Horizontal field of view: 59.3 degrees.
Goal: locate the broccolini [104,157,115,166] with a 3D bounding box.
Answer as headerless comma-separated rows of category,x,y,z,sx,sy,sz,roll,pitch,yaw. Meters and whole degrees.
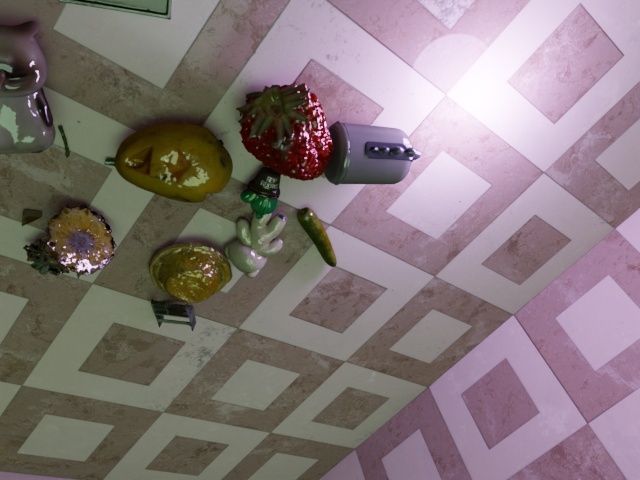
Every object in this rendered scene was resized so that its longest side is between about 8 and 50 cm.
broccolini,-0.603,-0.233,1.867,0.216,0.058,0.067,10,90,-18

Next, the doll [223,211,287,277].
doll,-0.236,-0.006,2.152,0.278,0.175,0.149,-54,163,17

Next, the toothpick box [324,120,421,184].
toothpick box,0.186,-0.298,1.952,0.316,0.229,0.229,0,130,-20

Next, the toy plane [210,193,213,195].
toy plane,-0.412,-0.182,1.978,0.080,0.033,0.083,16,116,-29

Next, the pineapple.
pineapple,-0.883,0.030,1.910,0.272,0.262,0.262,-20,138,31

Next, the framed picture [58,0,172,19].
framed picture,-0.534,-0.711,1.479,0.289,0.016,0.213,1,129,-20

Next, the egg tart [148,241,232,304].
egg tart,-0.496,0.142,2.150,0.319,0.128,0.319,-5,132,-5

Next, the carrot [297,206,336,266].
carrot,0.000,0.000,2.257,0.074,0.074,0.358,-26,134,4

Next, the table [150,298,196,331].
table,-0.593,0.290,2.276,0.146,0.062,0.175,6,134,5

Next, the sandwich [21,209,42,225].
sandwich,-0.973,-0.082,1.871,0.083,0.031,0.044,-24,135,4

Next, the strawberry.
strawberry,-0.111,-0.335,1.822,0.292,0.292,0.343,-20,150,-2

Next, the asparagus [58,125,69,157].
asparagus,-0.796,-0.306,1.748,0.015,0.014,0.114,15,131,13

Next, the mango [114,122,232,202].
mango,-0.464,-0.248,1.792,0.365,0.182,0.252,2,106,-9

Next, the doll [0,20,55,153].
doll,-0.841,-0.388,1.512,0.215,0.226,0.370,-2,130,-18

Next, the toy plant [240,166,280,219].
toy plant,-0.212,-0.163,2.008,0.143,0.105,0.200,10,117,-28
